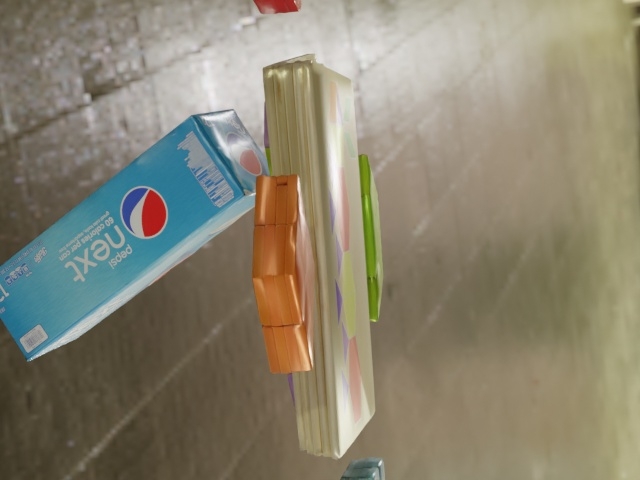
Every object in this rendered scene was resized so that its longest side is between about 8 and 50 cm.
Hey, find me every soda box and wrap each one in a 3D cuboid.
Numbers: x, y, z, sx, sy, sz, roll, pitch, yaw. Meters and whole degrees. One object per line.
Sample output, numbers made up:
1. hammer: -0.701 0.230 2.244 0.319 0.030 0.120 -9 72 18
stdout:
1. soda box: -0.132 -0.004 1.052 0.067 0.210 0.071 57 22 4

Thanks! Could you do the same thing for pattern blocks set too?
1. pattern blocks set: 0.000 0.000 0.700 0.285 0.026 0.325 33 53 -79
